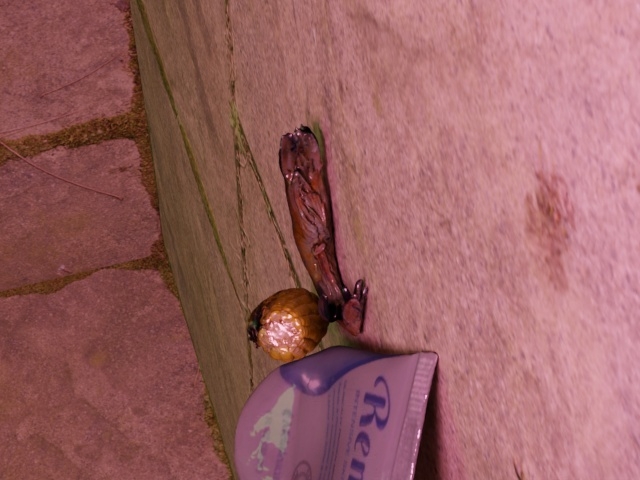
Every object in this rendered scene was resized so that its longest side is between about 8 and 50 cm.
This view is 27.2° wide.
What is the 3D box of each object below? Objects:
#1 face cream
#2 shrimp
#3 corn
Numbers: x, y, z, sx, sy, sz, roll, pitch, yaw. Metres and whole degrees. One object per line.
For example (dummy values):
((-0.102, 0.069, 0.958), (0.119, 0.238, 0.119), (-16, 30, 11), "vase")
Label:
((0.019, 0.209, 1.229), (0.420, 0.137, 0.235), (175, 106, -74), "face cream")
((0.000, 0.000, 1.268), (0.152, 0.046, 0.219), (-117, 13, -53), "shrimp")
((-0.031, 0.083, 1.312), (0.203, 0.072, 0.072), (-17, -87, -86), "corn")
